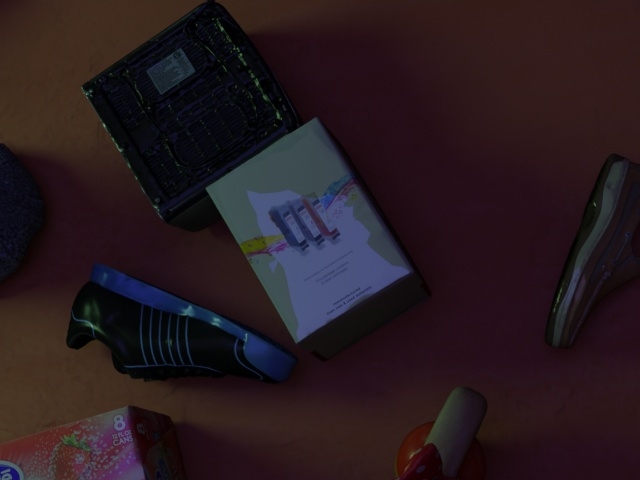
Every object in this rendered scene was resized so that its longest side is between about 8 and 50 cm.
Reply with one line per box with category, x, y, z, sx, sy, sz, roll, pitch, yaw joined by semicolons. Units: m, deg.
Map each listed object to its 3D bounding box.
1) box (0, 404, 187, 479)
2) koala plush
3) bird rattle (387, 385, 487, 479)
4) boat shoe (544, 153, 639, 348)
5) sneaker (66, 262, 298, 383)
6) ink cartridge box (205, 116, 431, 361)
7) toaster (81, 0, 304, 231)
box;-0.277;0.267;1.623;0.300;0.142;0.154;-16;76;8
koala plush;-0.388;-0.036;1.664;0.203;0.221;0.196;-12;77;9
bird rattle;0.085;0.216;1.517;0.143;0.253;0.207;18;60;14
boat shoe;0.265;0.017;1.601;0.072;0.068;0.190;22;84;3
sneaker;-0.135;0.102;1.662;0.232;0.081;0.090;22;87;22
ink cartridge box;0.000;0.000;1.624;0.127;0.128;0.176;-31;74;5
toaster;-0.110;-0.123;1.680;0.186;0.110;0.168;-34;75;4
